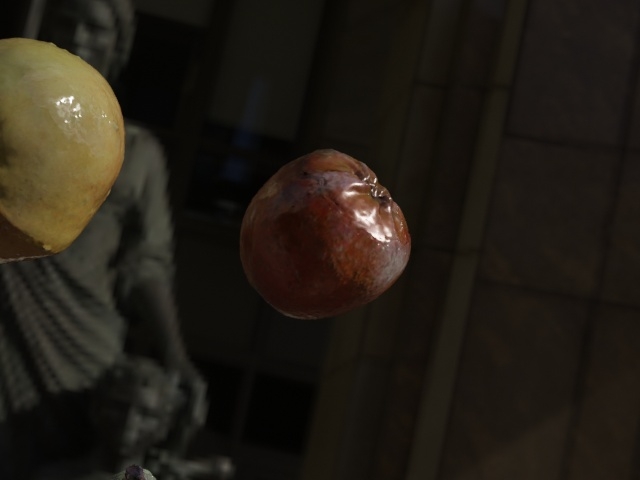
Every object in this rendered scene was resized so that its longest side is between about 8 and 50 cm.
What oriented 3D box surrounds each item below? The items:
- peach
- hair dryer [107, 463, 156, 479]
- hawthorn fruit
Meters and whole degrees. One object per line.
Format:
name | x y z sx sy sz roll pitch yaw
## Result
peach | -0.269 -0.076 1.685 0.232 0.232 0.232 11 -13 3
hair dryer | -0.173 0.245 1.706 0.054 0.106 0.154 -10 -32 -7
hawthorn fruit | 0.000 0.000 1.874 0.173 0.173 0.173 11 -13 3
